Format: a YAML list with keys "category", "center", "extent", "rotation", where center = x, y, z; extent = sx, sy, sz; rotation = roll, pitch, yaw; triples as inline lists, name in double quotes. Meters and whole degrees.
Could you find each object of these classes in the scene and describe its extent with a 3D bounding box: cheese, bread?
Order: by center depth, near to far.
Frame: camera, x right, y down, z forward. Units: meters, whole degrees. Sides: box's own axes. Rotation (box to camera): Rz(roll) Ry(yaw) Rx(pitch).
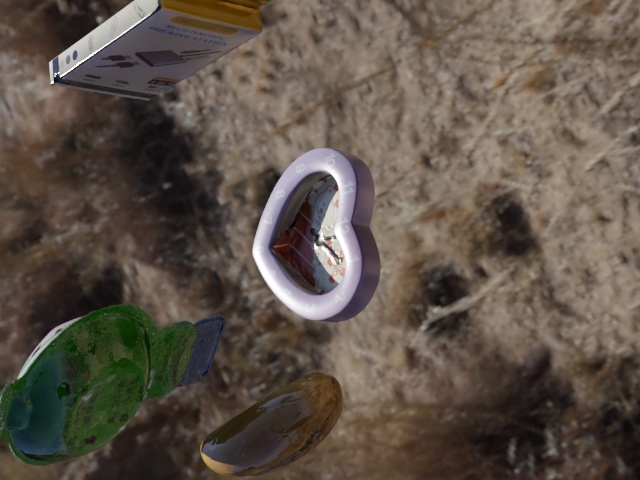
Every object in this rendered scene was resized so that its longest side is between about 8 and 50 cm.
- category: "bread"
  center: [-0.048, 0.208, 1.322]
  extent: [0.189, 0.114, 0.077]
  rotation: [-38, 79, 26]
- category: "cheese"
  center: [-0.223, 0.149, 1.326]
  extent: [0.083, 0.320, 0.204]
  rotation: [33, 117, 27]

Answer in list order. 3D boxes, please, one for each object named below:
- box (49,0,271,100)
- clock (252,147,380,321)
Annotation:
- category: "box"
  center: [-0.170, -0.205, 1.271]
  extent: [0.247, 0.129, 0.033]
  rotation: [-21, 70, 48]
- category: "clock"
  center: [0.000, 0.000, 1.403]
  extent: [0.172, 0.064, 0.198]
  rotation: [-17, 70, 41]
